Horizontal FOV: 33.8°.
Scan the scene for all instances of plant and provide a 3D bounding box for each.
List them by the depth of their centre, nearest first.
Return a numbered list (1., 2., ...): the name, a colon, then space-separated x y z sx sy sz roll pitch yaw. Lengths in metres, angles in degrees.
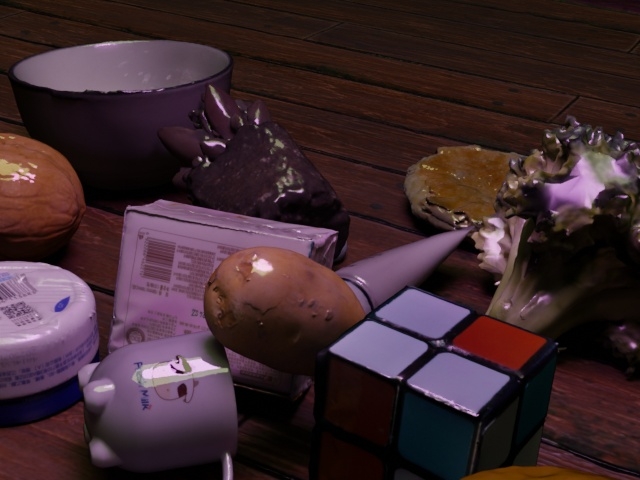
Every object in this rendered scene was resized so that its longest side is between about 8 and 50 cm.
1. plant: -0.102 -0.084 1.467 0.181 0.194 0.320 -39 45 -6

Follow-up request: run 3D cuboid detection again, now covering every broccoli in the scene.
1. broccoli: 0.304 0.013 1.303 0.348 0.293 0.281 18 67 48

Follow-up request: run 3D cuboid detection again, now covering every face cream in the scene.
1. face cream: -0.353 0.107 1.185 0.206 0.111 0.206 4 27 -2
2. face cream: 0.082 0.053 1.367 0.143 0.089 0.314 -21 5 38

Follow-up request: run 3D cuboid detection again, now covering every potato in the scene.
1. potato: -0.034 0.071 1.049 0.178 0.118 0.109 27 49 -33

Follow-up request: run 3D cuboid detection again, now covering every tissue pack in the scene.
1. tissue pack: -0.110 0.063 1.200 0.225 0.185 0.124 11 9 14

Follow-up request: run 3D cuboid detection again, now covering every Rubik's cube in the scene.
1. Rubik's cube: 0.107 0.175 1.024 0.180 0.183 0.167 19 32 30

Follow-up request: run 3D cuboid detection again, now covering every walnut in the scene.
1. walnut: -0.431 -0.056 1.420 0.225 0.193 0.193 3 27 0

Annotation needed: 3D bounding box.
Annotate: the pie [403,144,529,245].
1. pie: 0.271 -0.065 1.640 0.306 0.071 0.306 0 29 0

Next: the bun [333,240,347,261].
1. bun: 0.000 0.000 1.507 0.083 0.045 0.083 1 31 -1

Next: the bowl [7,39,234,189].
1. bowl: -0.309 -0.194 1.682 0.353 0.185 0.354 -1 22 0

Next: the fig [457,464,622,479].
1. fig: 0.121 0.316 0.619 0.343 0.343 0.343 3 27 -1

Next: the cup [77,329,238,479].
1. cup: -0.164 0.186 1.060 0.142 0.173 0.134 -8 -3 -18
